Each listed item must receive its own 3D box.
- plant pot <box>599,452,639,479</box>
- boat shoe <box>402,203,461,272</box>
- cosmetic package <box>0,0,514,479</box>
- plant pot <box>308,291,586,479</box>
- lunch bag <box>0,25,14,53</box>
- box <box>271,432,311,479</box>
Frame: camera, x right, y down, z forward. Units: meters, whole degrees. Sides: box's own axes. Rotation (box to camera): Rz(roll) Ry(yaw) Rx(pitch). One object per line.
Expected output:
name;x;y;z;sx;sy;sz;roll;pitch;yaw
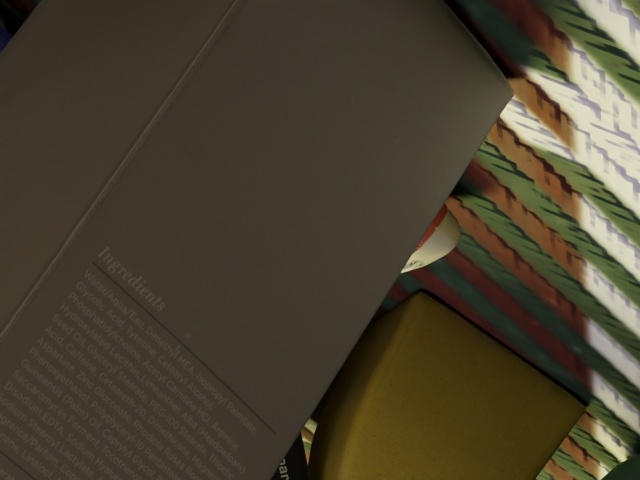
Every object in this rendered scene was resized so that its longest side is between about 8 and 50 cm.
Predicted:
plant pot;0.117;0.194;0.687;0.166;0.234;0.165;35;158;-2
boat shoe;0.000;0.000;0.696;0.043;0.049;0.137;37;153;-17
cosmetic package;-0.064;0.014;0.557;0.127;0.238;0.107;6;143;53
plant pot;0.039;0.083;0.764;0.081;0.083;0.081;36;158;-5
lunch bag;-0.291;0.007;0.800;0.328;0.239;0.385;35;118;-4
box;-0.070;0.127;0.859;0.060;0.216;0.270;-8;168;-20
